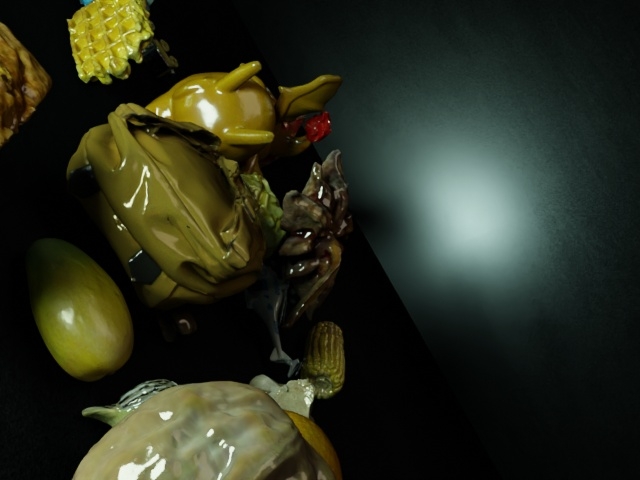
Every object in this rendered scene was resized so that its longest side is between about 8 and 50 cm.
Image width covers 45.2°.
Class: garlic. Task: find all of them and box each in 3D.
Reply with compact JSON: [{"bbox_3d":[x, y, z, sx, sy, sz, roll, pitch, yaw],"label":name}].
[{"bbox_3d":[-0.073,0.290,1.258,0.194,0.127,0.131,99,-14,-68],"label":"garlic"}]

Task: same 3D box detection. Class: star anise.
[{"bbox_3d":[-0.002,-0.002,1.470,0.349,0.109,0.292,-45,129,-58],"label":"star anise"}]

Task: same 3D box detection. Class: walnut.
[{"bbox_3d":[-0.118,0.277,0.771,0.227,0.273,0.273,-4,-52,53],"label":"walnut"}]

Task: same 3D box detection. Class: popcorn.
[{"bbox_3d":[-0.159,-0.040,1.482,0.187,0.167,0.185,56,-9,1],"label":"popcorn"}]

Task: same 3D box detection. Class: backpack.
[{"bbox_3d":[-0.222,-0.043,1.211,0.353,0.201,0.378,59,15,6],"label":"backpack"}]

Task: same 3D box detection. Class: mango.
[{"bbox_3d":[-0.293,0.078,0.926,0.194,0.092,0.130,53,13,15],"label":"mango"}]

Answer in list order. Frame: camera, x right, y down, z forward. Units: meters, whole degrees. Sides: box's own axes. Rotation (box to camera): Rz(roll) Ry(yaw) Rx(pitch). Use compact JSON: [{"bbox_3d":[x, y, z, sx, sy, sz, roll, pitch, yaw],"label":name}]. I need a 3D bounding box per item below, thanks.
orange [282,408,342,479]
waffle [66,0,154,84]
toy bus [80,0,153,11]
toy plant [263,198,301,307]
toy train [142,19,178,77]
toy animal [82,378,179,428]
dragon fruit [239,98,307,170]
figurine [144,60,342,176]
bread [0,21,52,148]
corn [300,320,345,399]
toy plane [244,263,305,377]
[{"bbox_3d":[-0.065,0.320,0.990,0.206,0.206,0.206,55,13,-19],"label":"orange"},{"bbox_3d":[-0.390,-0.382,1.448,0.055,0.160,0.210,44,19,-52],"label":"waffle"},{"bbox_3d":[-0.463,-0.573,1.679,0.113,0.134,0.246,45,17,-54],"label":"toy bus"},{"bbox_3d":[-0.080,0.031,1.679,0.232,0.113,0.243,60,-29,10],"label":"toy plant"},{"bbox_3d":[-0.414,-0.477,1.827,0.202,0.060,0.081,58,19,-6],"label":"toy train"},{"bbox_3d":[-0.215,0.205,0.928,0.137,0.098,0.098,30,23,-20],"label":"toy animal"},{"bbox_3d":[-0.178,-0.260,1.907,0.126,0.274,0.161,27,64,-50],"label":"dragon fruit"},{"bbox_3d":[-0.158,-0.260,1.647,0.268,0.401,0.387,49,13,10],"label":"figurine"},{"bbox_3d":[-0.408,-0.145,0.772,0.179,0.194,0.340,47,14,-24],"label":"bread"},{"bbox_3d":[0.008,0.257,1.655,0.093,0.093,0.244,56,12,-12],"label":"corn"},{"bbox_3d":[-0.108,0.146,1.540,0.182,0.107,0.273,130,-41,-59],"label":"toy plane"}]
